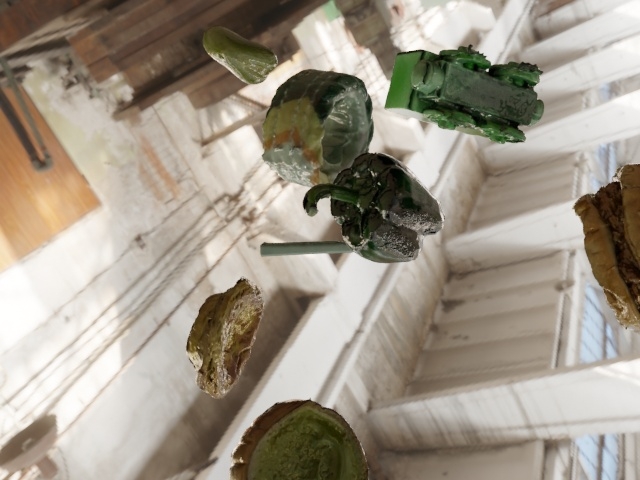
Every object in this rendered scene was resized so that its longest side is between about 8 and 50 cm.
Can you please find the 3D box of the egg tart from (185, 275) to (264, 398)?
[{"bbox_3d":[-0.261,0.246,1.830,0.129,0.341,0.341,19,-146,12],"label":"egg tart"}]

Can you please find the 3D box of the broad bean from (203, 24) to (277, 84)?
[{"bbox_3d":[-0.088,-0.202,0.747,0.045,0.083,0.063,-55,-166,25],"label":"broad bean"}]

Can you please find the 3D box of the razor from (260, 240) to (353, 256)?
[{"bbox_3d":[0.001,0.011,1.569,0.278,0.056,0.111,-10,-170,7],"label":"razor"}]

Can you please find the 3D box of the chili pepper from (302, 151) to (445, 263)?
[{"bbox_3d":[0.088,-0.060,1.159,0.165,0.261,0.174,-36,-127,30],"label":"chili pepper"}]

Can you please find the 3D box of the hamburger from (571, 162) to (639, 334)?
[{"bbox_3d":[0.496,0.025,1.017,0.145,0.259,0.283,-26,152,29],"label":"hamburger"}]

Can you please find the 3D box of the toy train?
[{"bbox_3d":[0.237,-0.237,1.139,0.243,0.132,0.188,11,-174,-22],"label":"toy train"}]

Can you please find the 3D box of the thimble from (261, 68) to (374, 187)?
[{"bbox_3d":[-0.005,-0.252,1.596,0.167,0.254,0.288,13,-131,33],"label":"thimble"}]

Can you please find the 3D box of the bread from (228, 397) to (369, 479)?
[{"bbox_3d":[-0.032,0.367,1.084,0.236,0.236,0.070,-41,-175,-34],"label":"bread"}]
